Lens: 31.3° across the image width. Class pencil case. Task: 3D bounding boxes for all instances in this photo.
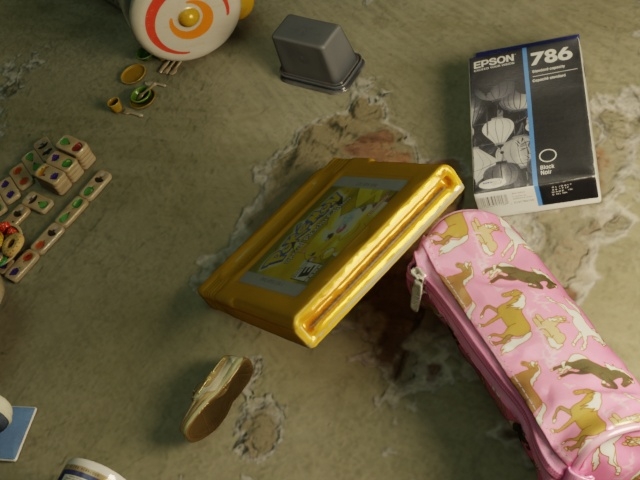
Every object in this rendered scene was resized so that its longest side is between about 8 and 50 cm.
[{"bbox_3d":[0.241,0.134,1.308,0.167,0.160,0.386,-30,49,-4],"label":"pencil case"}]

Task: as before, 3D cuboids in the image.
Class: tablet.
[{"bbox_3d":[-0.427,0.266,1.572,0.054,0.006,0.083,-1,52,22],"label":"tablet"}]

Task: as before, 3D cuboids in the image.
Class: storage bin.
[{"bbox_3d":[-0.006,-0.304,1.801,0.135,0.091,0.098,20,63,32],"label":"storage bin"}]

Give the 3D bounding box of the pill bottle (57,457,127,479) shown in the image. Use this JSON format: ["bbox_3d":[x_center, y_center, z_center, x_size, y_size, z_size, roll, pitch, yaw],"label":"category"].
[{"bbox_3d":[-0.305,0.359,1.389,0.094,0.094,0.169,9,57,28],"label":"pill bottle"}]

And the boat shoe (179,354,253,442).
[{"bbox_3d":[-0.142,0.204,1.482,0.045,0.050,0.135,16,51,35],"label":"boat shoe"}]

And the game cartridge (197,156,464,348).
[{"bbox_3d":[0.000,0.000,1.489,0.285,0.052,0.324,-46,24,-16],"label":"game cartridge"}]

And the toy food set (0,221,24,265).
[{"bbox_3d":[-0.501,0.007,1.778,0.083,0.020,0.083,-38,52,0],"label":"toy food set"}]

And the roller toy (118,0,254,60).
[{"bbox_3d":[-0.235,-0.403,1.907,0.191,0.209,0.146,-41,47,15],"label":"roller toy"}]

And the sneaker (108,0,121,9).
[{"bbox_3d":[-0.390,-0.523,2.110,0.321,0.126,0.127,36,77,27],"label":"sneaker"}]

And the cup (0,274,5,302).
[{"bbox_3d":[-0.653,0.052,1.611,0.331,0.237,0.331,-20,27,11],"label":"cup"}]

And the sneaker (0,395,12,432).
[{"bbox_3d":[-0.566,0.304,1.522,0.350,0.131,0.148,-21,46,18],"label":"sneaker"}]

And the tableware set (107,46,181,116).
[{"bbox_3d":[-0.308,-0.277,1.945,0.104,0.024,0.154,14,60,31],"label":"tableware set"}]

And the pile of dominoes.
[{"bbox_3d":[-0.472,-0.067,1.833,0.196,0.040,0.251,23,64,34],"label":"pile of dominoes"}]

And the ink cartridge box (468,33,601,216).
[{"bbox_3d":[0.294,-0.184,1.604,0.166,0.065,0.332,-10,50,15],"label":"ink cartridge box"}]
